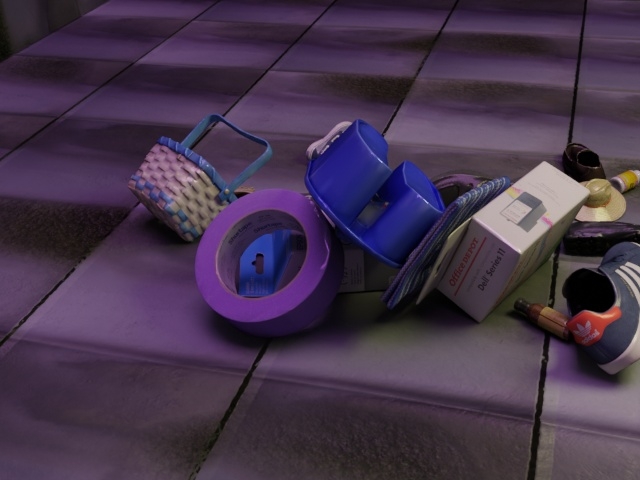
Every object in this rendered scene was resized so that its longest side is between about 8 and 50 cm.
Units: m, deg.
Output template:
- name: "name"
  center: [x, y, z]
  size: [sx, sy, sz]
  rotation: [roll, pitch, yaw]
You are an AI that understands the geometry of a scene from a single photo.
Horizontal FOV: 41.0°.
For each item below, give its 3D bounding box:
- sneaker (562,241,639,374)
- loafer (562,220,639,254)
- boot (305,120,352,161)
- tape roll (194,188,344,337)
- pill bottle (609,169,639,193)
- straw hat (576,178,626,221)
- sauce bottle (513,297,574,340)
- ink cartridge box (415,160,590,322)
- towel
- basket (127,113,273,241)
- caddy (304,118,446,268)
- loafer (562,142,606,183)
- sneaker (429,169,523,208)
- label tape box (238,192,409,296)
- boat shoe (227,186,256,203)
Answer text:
- name: "sneaker"
  center: [0.517, 0.080, 1.556]
  size: [0.148, 0.131, 0.350]
  rotation: [40, 34, -6]
- name: "loafer"
  center: [0.623, -0.011, 1.797]
  size: [0.223, 0.076, 0.078]
  rotation: [1, 39, 15]
- name: "boot"
  center: [0.052, -0.248, 2.266]
  size: [0.086, 0.069, 0.190]
  rotation: [26, 49, 29]
- name: "tape roll"
  center: [-0.097, 0.042, 1.629]
  size: [0.274, 0.090, 0.275]
  rotation: [-9, 61, 17]
- name: "pill bottle"
  center: [0.727, -0.141, 2.036]
  size: [0.083, 0.043, 0.043]
  rotation: [-23, 36, -28]
- name: "straw hat"
  center: [0.624, -0.106, 1.938]
  size: [0.144, 0.061, 0.144]
  rotation: [-2, 47, 2]
- name: "sauce bottle"
  center: [0.419, 0.142, 1.594]
  size: [0.042, 0.042, 0.128]
  rotation: [-25, 39, -32]
- name: "ink cartridge box"
  center: [0.350, 0.015, 1.638]
  size: [0.119, 0.207, 0.353]
  rotation: [39, 48, 20]
- name: "towel"
  center: [0.246, -0.003, 1.606]
  size: [0.040, 0.243, 0.336]
  rotation: [39, 26, 14]
- name: "basket"
  center: [-0.278, -0.159, 1.975]
  size: [0.289, 0.201, 0.255]
  rotation: [-48, 46, -9]
- name: "caddy"
  center: [0.088, -0.078, 1.579]
  size: [0.241, 0.179, 0.341]
  rotation: [40, 15, -9]
- name: "loafer"
  center: [0.653, -0.193, 2.095]
  size: [0.080, 0.078, 0.220]
  rotation: [-4, 31, -2]
- name: "sneaker"
  center: [0.367, -0.075, 1.884]
  size: [0.340, 0.125, 0.140]
  rotation: [-3, 36, 4]
- name: "label tape box"
  center: [0.000, 0.000, 1.802]
  size: [0.347, 0.115, 0.249]
  rotation: [-2, 32, -2]
- name: "boat shoe"
  center: [-0.179, -0.109, 2.060]
  size: [0.135, 0.050, 0.045]
  rotation: [13, 40, 25]
